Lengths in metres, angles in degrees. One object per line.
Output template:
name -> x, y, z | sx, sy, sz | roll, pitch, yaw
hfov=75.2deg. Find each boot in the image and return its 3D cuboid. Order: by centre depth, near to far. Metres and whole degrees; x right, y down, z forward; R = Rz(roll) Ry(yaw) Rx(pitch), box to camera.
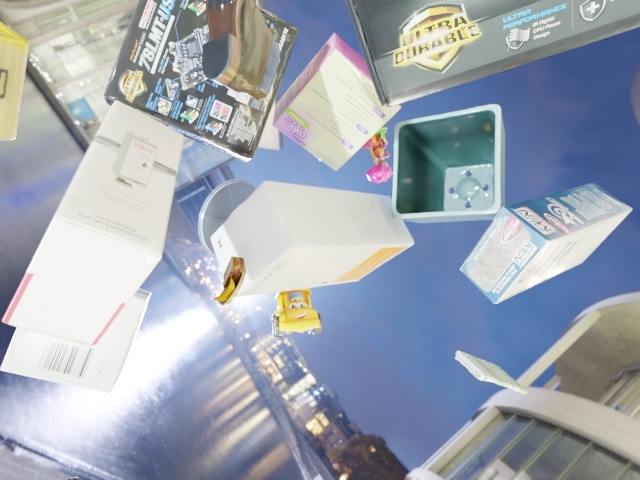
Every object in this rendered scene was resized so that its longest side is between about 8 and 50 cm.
boot -> -0.115, -0.331, 0.645 | 0.082, 0.219, 0.106 | 6, -5, 34

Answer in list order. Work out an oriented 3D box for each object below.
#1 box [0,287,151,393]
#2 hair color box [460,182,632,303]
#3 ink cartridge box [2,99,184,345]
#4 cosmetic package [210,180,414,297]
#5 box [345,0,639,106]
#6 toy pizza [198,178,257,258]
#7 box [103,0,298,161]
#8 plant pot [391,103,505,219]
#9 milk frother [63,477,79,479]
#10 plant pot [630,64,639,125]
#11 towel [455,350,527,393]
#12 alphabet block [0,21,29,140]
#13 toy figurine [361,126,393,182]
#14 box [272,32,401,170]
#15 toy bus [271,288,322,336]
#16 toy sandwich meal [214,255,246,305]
box -> -0.438, 0.160, 0.770 | 0.181, 0.181, 0.119 | 20, -5, -17
hair color box -> 0.469, -0.004, 0.860 | 0.105, 0.347, 0.173 | 51, -41, 33
ink cartridge box -> -0.302, -0.033, 0.587 | 0.117, 0.207, 0.283 | 27, 32, -30
cosmetic package -> 0.000, 0.000, 1.010 | 0.230, 0.453, 0.161 | -39, -115, 36
box -> 0.120, -0.204, 0.266 | 0.051, 0.220, 0.175 | -80, 150, -45
toy pizza -> -0.213, -0.050, 1.008 | 0.032, 0.201, 0.201 | 19, -38, 37
box -> -0.227, -0.349, 0.828 | 0.293, 0.295, 0.073 | 19, -2, -19
plant pot -> 0.348, -0.157, 1.057 | 0.248, 0.247, 0.252 | -2, -10, 33
milk frother -> -0.507, 0.522, 0.758 | 0.129, 0.143, 0.135 | 63, 10, 14
plant pot -> 0.484, -0.184, 0.487 | 0.237, 0.237, 0.254 | 59, 23, -7
towel -> 0.415, 0.326, 1.017 | 0.152, 0.023, 0.113 | 24, 10, -20
alphabet block -> -0.666, -0.304, 0.720 | 0.192, 0.193, 0.197 | 33, -66, 14
toy figurine -> 0.179, -0.262, 1.322 | 0.130, 0.173, 0.159 | -14, -83, 30
box -> 0.038, -0.339, 1.051 | 0.214, 0.243, 0.117 | 31, 36, -26
toy bus -> -0.081, 0.204, 1.351 | 0.220, 0.150, 0.211 | 131, -43, -75
toy sandwich meal -> -0.151, 0.067, 0.688 | 0.029, 0.085, 0.085 | 30, -7, -21
